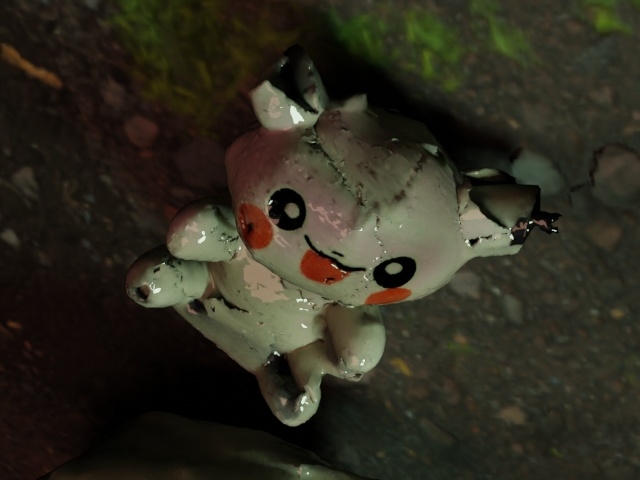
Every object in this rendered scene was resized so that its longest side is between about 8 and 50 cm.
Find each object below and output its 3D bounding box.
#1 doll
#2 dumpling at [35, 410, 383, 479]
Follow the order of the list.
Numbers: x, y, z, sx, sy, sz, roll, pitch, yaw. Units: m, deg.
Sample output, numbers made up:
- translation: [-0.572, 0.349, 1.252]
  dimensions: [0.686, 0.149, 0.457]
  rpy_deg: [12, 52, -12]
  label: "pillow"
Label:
- translation: [0.000, 0.000, 0.871]
  dimensions: [0.149, 0.095, 0.192]
  rpy_deg: [37, 132, -10]
  label: "doll"
- translation: [-0.080, 0.220, 0.993]
  dimensions: [0.187, 0.243, 0.318]
  rpy_deg: [29, 155, -36]
  label: "dumpling"
